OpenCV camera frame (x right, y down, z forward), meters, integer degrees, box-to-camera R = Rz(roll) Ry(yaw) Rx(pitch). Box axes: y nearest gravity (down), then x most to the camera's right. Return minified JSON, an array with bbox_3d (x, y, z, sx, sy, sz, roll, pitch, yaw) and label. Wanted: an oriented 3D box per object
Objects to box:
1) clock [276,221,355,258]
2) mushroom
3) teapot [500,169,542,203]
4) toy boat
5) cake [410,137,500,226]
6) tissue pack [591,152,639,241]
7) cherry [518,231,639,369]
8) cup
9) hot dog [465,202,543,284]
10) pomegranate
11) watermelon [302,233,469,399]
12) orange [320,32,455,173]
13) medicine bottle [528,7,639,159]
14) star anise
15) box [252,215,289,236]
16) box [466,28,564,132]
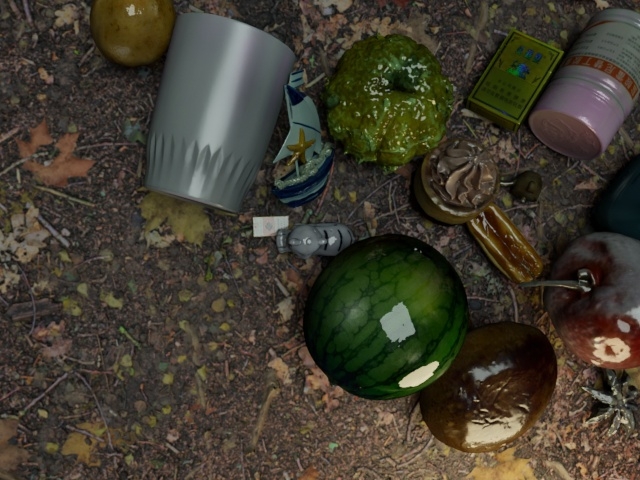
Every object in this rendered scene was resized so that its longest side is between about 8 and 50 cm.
[{"bbox_3d":[0.000,0.001,1.408,0.176,0.117,0.080,-1,94,-21],"label":"clock"},{"bbox_3d":[0.390,0.342,1.468,0.345,0.239,0.345,1,109,4],"label":"mushroom"},{"bbox_3d":[0.492,-0.140,1.563,0.110,0.085,0.080,22,83,7],"label":"teapot"},{"bbox_3d":[-0.047,-0.225,1.362,0.220,0.067,0.291,-41,134,-39],"label":"toy boat"},{"bbox_3d":[0.312,-0.141,1.440,0.207,0.178,0.185,-25,78,-5],"label":"cake"},{"bbox_3d":[0.838,-0.100,1.591,0.198,0.206,0.287,43,82,-20],"label":"tissue pack"},{"bbox_3d":[0.694,0.140,1.510,0.335,0.291,0.326,0,70,-51],"label":"cherry"},{"bbox_3d":[-0.215,-0.257,1.291,0.253,0.253,0.372,17,87,-14],"label":"cup"},{"bbox_3d":[0.446,0.008,1.553,0.100,0.068,0.249,-40,97,2],"label":"hot dog"},{"bbox_3d":[-0.378,-0.439,1.293,0.196,0.196,0.196,0,90,-14],"label":"pomegranate"},{"bbox_3d":[0.137,0.167,1.341,0.363,0.363,0.363,0,90,-14],"label":"watermelon"},{"bbox_3d":[0.146,-0.313,1.401,0.301,0.223,0.300,-28,91,-12],"label":"orange"},{"bbox_3d":[0.673,-0.379,1.543,0.202,0.202,0.316,35,81,-12],"label":"medicine bottle"},{"bbox_3d":[0.756,0.418,1.633,0.180,0.061,0.205,-2,91,-14],"label":"star anise"},{"bbox_3d":[-0.113,-0.032,1.439,0.083,0.012,0.046,-3,92,-14],"label":"box"},{"bbox_3d":[0.472,-0.389,1.537,0.141,0.064,0.220,30,83,16],"label":"box"}]
